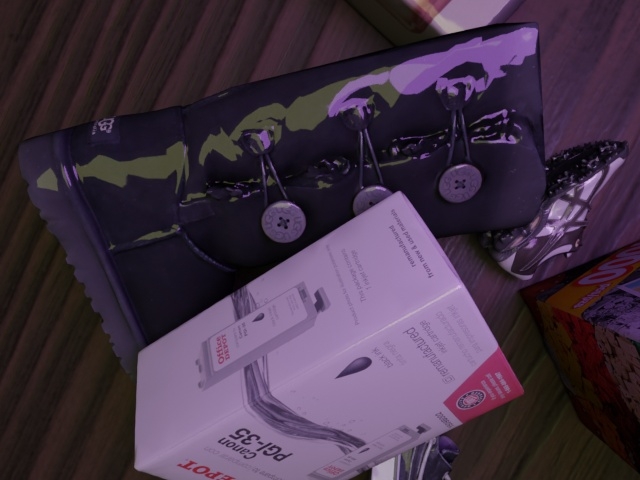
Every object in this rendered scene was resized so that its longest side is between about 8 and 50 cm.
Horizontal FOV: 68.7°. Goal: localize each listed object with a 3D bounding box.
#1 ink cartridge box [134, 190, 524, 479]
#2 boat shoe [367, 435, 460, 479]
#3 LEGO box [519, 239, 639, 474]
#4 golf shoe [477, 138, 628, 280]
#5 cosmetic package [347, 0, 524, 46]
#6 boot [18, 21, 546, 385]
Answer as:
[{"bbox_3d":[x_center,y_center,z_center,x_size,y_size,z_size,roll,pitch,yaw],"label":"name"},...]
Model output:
[{"bbox_3d":[0.010,0.122,0.429,0.283,0.117,0.207,-32,132,10],"label":"ink cartridge box"},{"bbox_3d":[0.112,0.253,0.557,0.102,0.108,0.302,7,85,7],"label":"boat shoe"},{"bbox_3d":[0.487,0.050,0.375,0.499,0.372,0.193,-24,89,5],"label":"LEGO box"},{"bbox_3d":[0.282,-0.036,0.552,0.198,0.077,0.094,-40,110,4],"label":"golf shoe"},{"bbox_3d":[0.090,-0.339,0.524,0.296,0.129,0.153,42,95,3],"label":"cosmetic package"},{"bbox_3d":[0.000,-0.001,0.500,0.444,0.146,0.367,-16,130,-4],"label":"boot"}]
